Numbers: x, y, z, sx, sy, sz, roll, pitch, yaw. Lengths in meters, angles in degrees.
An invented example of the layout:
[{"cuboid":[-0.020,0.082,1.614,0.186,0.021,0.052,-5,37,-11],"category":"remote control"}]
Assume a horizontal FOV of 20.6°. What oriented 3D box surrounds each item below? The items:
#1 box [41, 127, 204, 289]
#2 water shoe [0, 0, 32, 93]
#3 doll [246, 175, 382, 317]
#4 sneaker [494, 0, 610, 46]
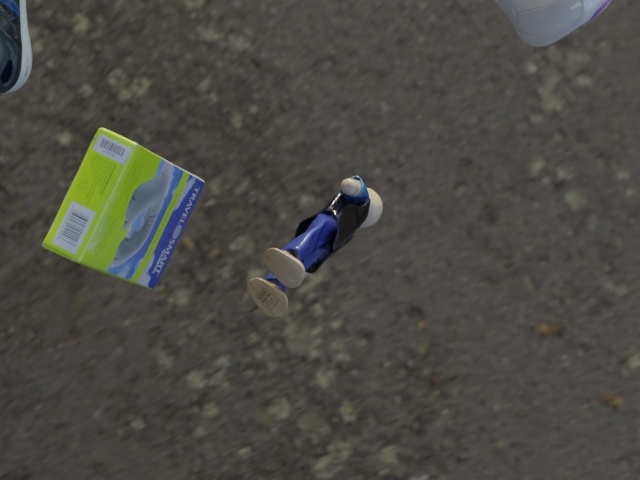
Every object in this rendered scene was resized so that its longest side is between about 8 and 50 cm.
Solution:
[{"cuboid":[-0.158,-0.022,1.472,0.042,0.178,0.109,25,89,19],"category":"box"},{"cuboid":[-0.339,-0.247,1.758,0.080,0.073,0.203,-15,92,-65],"category":"water shoe"},{"cuboid":[0.000,0.000,1.557,0.046,0.129,0.189,37,38,8],"category":"doll"},{"cuboid":[0.175,-0.282,1.696,0.152,0.305,0.114,37,96,-31],"category":"sneaker"}]
